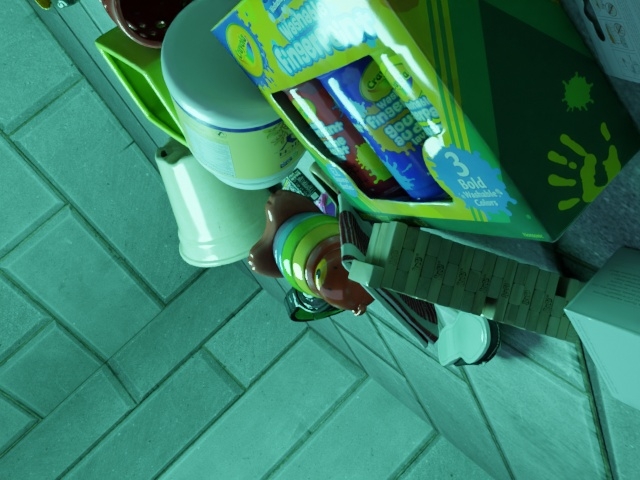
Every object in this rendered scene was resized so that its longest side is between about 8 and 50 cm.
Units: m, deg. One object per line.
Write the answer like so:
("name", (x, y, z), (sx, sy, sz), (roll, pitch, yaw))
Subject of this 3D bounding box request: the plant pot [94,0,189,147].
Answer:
("plant pot", (-0.281, -0.354, 1.412), (0.228, 0.207, 0.227), (36, 162, 40))

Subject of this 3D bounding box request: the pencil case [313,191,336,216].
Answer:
("pencil case", (0.009, -0.055, 1.558), (0.104, 0.104, 0.236), (47, 157, -3))

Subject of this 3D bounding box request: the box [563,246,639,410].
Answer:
("box", (0.423, 0.124, 0.819), (0.181, 0.119, 0.182), (54, 165, -26))

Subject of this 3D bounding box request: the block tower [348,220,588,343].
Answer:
("block tower", (0.216, 0.058, 0.968), (0.335, 0.097, 0.091), (15, 178, -15))

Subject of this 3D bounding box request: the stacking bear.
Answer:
("stacking bear", (0.009, 0.036, 1.245), (0.164, 0.175, 0.289), (15, -170, -31))

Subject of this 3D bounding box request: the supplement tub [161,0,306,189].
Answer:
("supplement tub", (-0.129, -0.241, 1.192), (0.241, 0.241, 0.331), (44, 167, 11))

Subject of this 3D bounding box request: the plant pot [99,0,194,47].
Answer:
("plant pot", (-0.310, -0.467, 1.233), (0.174, 0.191, 0.191), (47, 170, 36))

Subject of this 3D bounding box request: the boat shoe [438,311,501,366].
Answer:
("boat shoe", (0.324, 0.204, 1.430), (0.302, 0.091, 0.114), (118, 152, -77))

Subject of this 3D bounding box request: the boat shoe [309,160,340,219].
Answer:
("boat shoe", (0.077, -0.055, 1.382), (0.121, 0.110, 0.341), (31, 159, 49))

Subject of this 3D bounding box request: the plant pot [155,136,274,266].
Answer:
("plant pot", (-0.293, -0.149, 1.908), (0.334, 0.333, 0.305), (30, 147, 51))

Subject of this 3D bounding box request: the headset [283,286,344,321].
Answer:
("headset", (0.067, 0.122, 1.660), (0.394, 0.243, 0.185), (-53, 53, 53))

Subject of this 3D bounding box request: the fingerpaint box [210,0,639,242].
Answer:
("fingerpaint box", (0.086, -0.194, 0.833), (0.371, 0.163, 0.445), (50, 166, -18))

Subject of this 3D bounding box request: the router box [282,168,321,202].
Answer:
("router box", (-0.048, -0.122, 1.731), (0.092, 0.038, 0.122), (46, 166, 1))

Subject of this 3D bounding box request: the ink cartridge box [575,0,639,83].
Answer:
("ink cartridge box", (0.279, -0.189, 0.564), (0.145, 0.045, 0.179), (53, -176, -27))

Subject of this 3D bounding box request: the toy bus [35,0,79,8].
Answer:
("toy bus", (-0.533, -0.632, 1.509), (0.211, 0.220, 0.149), (-99, -11, -48))

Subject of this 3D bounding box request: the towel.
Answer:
("towel", (0.109, -0.003, 1.156), (0.237, 0.037, 0.329), (45, -154, -28))
